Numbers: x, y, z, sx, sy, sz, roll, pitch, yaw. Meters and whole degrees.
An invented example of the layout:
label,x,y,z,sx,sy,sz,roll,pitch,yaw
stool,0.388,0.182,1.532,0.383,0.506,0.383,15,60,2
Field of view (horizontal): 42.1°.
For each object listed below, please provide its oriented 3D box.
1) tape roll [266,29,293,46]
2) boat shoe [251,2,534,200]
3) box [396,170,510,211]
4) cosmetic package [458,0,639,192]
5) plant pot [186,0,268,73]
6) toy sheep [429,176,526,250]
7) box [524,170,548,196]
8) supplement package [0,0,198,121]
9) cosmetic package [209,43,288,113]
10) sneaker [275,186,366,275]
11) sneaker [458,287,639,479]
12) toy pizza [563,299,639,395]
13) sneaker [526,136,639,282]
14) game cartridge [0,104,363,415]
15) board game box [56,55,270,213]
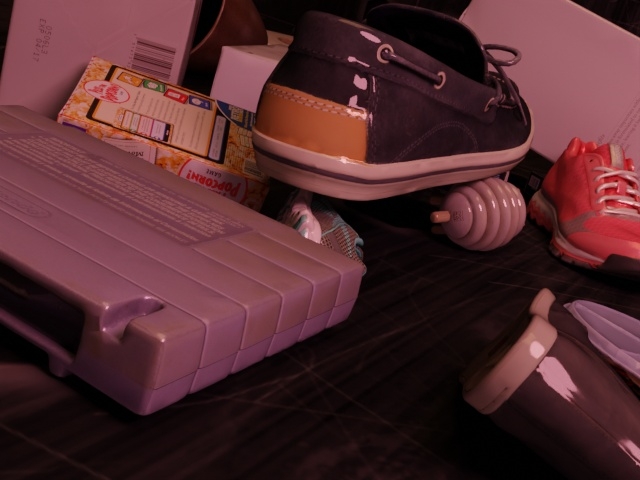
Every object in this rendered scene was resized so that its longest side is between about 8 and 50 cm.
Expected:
label,x,y,z,sx,sy,sz,roll,pitch,yaw
tape roll,-0.002,-0.375,1.804,0.392,0.072,0.392,15,17,-5
boat shoe,0.110,-0.156,0.854,0.187,0.156,0.500,20,20,26
box,0.136,-0.120,1.060,0.220,0.051,0.175,19,47,9
cosmetic package,0.380,-0.230,1.253,0.385,0.217,0.156,41,21,25
plant pot,-0.197,-0.382,1.471,0.215,0.215,0.230,26,5,27
toy sheep,0.167,-0.029,0.888,0.132,0.091,0.091,-13,32,-33
box,0.406,-0.046,1.235,0.114,0.036,0.207,10,19,-22
supplement package,-0.241,-0.236,0.974,0.175,0.177,0.293,14,18,-11
cosmetic package,0.054,-0.208,1.301,0.377,0.097,0.284,20,16,10
sneaker,0.000,0.000,0.704,0.076,0.065,0.166,31,18,-12
sneaker,0.154,0.102,0.517,0.118,0.083,0.222,43,13,9
toy pizza,0.268,0.108,0.622,0.201,0.032,0.201,25,13,-6
sneaker,0.339,-0.049,1.015,0.116,0.136,0.314,13,18,-9
game cartridge,-0.171,-0.013,0.564,0.355,0.068,0.230,25,15,24
board game box,-0.143,-0.101,0.796,0.193,0.045,0.147,19,30,-12
